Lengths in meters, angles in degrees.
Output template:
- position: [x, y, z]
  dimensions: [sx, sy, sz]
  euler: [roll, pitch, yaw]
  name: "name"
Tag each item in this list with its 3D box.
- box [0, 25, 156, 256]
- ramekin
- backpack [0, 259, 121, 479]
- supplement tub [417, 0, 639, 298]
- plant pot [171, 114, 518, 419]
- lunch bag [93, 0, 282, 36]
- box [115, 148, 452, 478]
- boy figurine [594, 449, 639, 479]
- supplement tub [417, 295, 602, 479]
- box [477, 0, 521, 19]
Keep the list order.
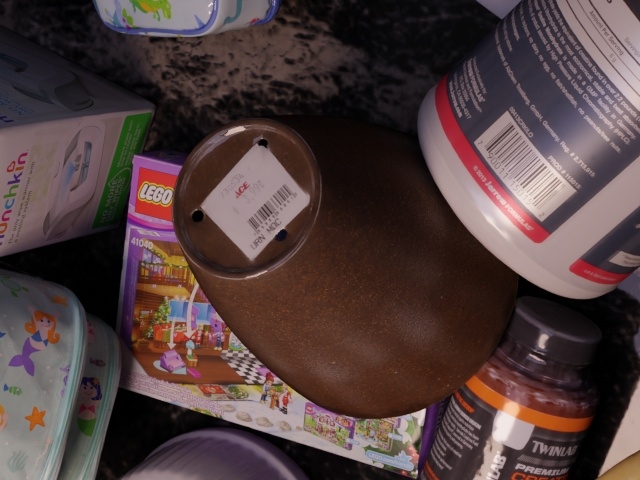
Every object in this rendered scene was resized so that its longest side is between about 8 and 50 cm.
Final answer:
- position: [-0.315, -0.097, 1.418]
  dimensions: [0.262, 0.231, 0.127]
  euler: [28, 110, 22]
  name: "box"
- position: [-0.100, 0.266, 1.431]
  dimensions: [0.207, 0.109, 0.207]
  euler: [4, 99, 27]
  name: "ramekin"
- position: [-0.273, 0.126, 1.405]
  dimensions: [0.253, 0.191, 0.225]
  euler: [2, 76, 66]
  name: "backpack"
- position: [0.215, -0.108, 1.156]
  dimensions: [0.272, 0.191, 0.191]
  euler: [-44, 77, 26]
  name: "supplement tub"
- position: [0.000, 0.000, 1.188]
  dimensions: [0.215, 0.230, 0.215]
  euler: [-6, 74, 23]
  name: "plant pot"
- position: [-0.110, -0.266, 1.332]
  dimensions: [0.176, 0.090, 0.219]
  euler: [8, 109, 47]
  name: "lunch bag"
- position: [-0.027, 0.053, 1.387]
  dimensions: [0.293, 0.057, 0.201]
  euler: [14, 105, 26]
  name: "box"
- position: [0.237, 0.230, 1.176]
  dimensions: [0.285, 0.092, 0.177]
  euler: [-24, 75, 34]
  name: "boy figurine"
- position: [0.141, 0.143, 1.285]
  dimensions: [0.106, 0.106, 0.198]
  euler: [27, 110, 22]
  name: "supplement tub"
- position: [0.111, -0.263, 1.235]
  dimensions: [0.186, 0.038, 0.145]
  euler: [36, 121, -4]
  name: "box"
